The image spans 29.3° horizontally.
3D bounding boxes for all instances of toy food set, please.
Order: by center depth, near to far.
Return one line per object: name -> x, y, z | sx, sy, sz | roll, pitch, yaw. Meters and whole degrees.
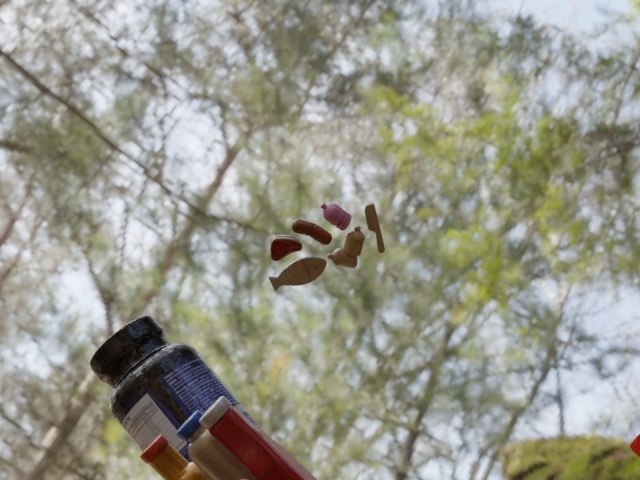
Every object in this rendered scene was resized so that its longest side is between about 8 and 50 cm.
toy food set -> -0.074, 0.177, 0.828 | 0.104, 0.111, 0.232 | 44, 5, -2
toy food set -> 0.000, 0.000, 1.239 | 0.122, 0.019, 0.078 | -16, -65, -3

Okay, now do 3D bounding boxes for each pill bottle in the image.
pill bottle -> -0.162, 0.197, 1.402 | 0.219, 0.123, 0.123 | 49, -29, 13

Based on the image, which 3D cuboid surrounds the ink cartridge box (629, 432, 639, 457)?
ink cartridge box -> 0.590, 0.198, 1.368 | 0.308, 0.385, 0.091 | 43, 4, 14
